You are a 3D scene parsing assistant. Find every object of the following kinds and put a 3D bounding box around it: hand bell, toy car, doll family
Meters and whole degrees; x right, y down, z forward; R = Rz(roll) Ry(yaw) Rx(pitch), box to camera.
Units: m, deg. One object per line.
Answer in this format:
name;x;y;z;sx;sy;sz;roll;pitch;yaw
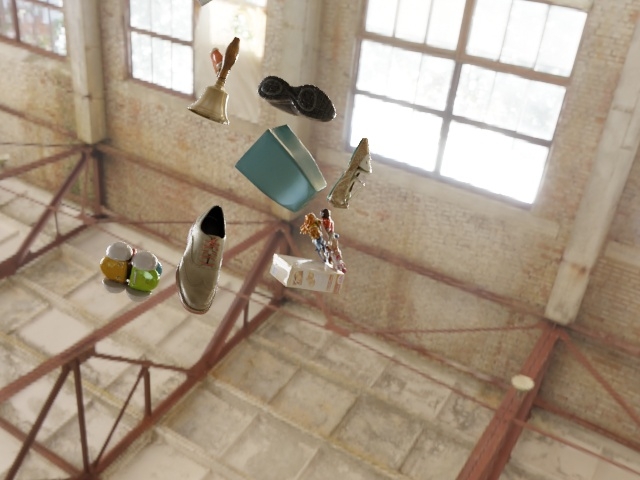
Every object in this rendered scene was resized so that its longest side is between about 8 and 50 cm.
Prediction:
hand bell;-0.279;-0.465;1.956;0.126;0.242;0.126;20;180;0
toy car;-0.553;0.082;2.043;0.181;0.159;0.136;19;-155;5
doll family;0.000;0.000;2.285;0.118;0.163;0.263;-18;-141;3

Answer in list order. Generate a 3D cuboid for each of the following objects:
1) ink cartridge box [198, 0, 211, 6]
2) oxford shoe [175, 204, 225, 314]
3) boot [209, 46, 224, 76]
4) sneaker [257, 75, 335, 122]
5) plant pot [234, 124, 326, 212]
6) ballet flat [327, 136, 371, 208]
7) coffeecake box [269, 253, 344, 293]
ink cartridge box;-0.254;-0.820;2.039;0.272;0.114;0.197;-26;-157;10
oxford shoe;-0.340;0.046;1.990;0.123;0.130;0.348;14;-129;-22
boot;-0.371;-0.652;2.512;0.059;0.085;0.158;-30;-179;-10
sneaker;-0.069;-0.461;2.294;0.286;0.109;0.130;27;173;21
plant pot;-0.108;-0.210;2.124;0.234;0.165;0.165;48;-157;2
ballet flat;0.093;-0.171;1.801;0.067;0.206;0.073;28;179;15
coffeecake box;-0.041;0.103;2.116;0.185;0.068;0.142;10;-170;-27
